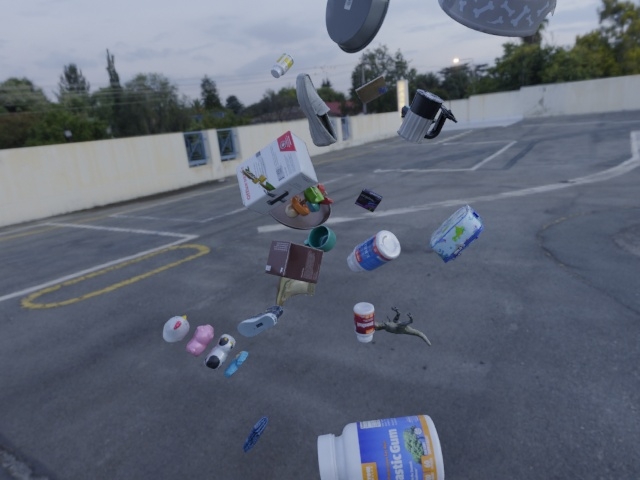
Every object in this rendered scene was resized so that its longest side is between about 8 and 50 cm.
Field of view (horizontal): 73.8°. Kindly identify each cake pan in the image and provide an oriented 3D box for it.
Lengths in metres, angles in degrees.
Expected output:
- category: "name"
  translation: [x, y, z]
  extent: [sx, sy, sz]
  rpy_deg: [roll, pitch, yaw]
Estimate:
- category: "cake pan"
  translation: [0.110, -0.765, 1.376]
  extent: [0.054, 0.292, 0.293]
  rpy_deg: [-1, 10, -35]

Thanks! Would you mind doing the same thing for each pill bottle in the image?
- category: "pill bottle"
  translation: [0.211, 0.056, 1.750]
  extent: [0.124, 0.124, 0.221]
  rpy_deg: [-20, -11, -42]
- category: "pill bottle"
  translation: [0.182, 0.340, 1.762]
  extent: [0.086, 0.151, 0.086]
  rpy_deg: [-4, 23, 2]
- category: "pill bottle"
  translation: [0.135, 0.502, 0.996]
  extent: [0.272, 0.152, 0.152]
  rpy_deg: [-8, 15, 1]
- category: "pill bottle"
  translation: [-0.177, -0.796, 1.946]
  extent: [0.065, 0.065, 0.116]
  rpy_deg: [9, 56, 42]

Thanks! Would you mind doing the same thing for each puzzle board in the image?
- category: "puzzle board"
  translation: [0.172, -0.501, 1.419]
  extent: [0.097, 0.011, 0.128]
  rpy_deg: [-27, -9, 14]

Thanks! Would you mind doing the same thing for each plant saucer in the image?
- category: "plant saucer"
  translation: [-0.106, -0.153, 1.918]
  extent: [0.311, 0.050, 0.310]
  rpy_deg: [11, 47, -12]

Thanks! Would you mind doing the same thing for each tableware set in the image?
- category: "tableware set"
  translation: [-0.193, -0.193, 1.335]
  extent: [0.024, 0.104, 0.154]
  rpy_deg: [-53, 24, -7]

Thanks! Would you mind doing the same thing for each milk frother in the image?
- category: "milk frother"
  translation: [0.310, -0.339, 1.227]
  extent: [0.129, 0.134, 0.143]
  rpy_deg: [18, 33, -8]

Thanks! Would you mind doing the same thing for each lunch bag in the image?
- category: "lunch bag"
  translation: [0.444, -0.028, 1.382]
  extent: [0.176, 0.090, 0.219]
  rpy_deg: [-48, -3, 20]

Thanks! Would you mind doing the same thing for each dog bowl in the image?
- category: "dog bowl"
  translation: [0.531, -0.741, 1.255]
  extent: [0.349, 0.102, 0.348]
  rpy_deg: [2, 56, -3]

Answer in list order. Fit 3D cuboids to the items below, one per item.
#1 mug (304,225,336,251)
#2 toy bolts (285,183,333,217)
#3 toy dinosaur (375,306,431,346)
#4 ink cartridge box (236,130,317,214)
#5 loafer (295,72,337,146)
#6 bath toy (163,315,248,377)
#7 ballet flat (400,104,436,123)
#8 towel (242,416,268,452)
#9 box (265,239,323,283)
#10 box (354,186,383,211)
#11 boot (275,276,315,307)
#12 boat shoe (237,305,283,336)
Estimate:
- category: "mug"
  translation: [0.007, -0.007, 2.216]
  extent: [0.158, 0.129, 0.097]
  rpy_deg: [19, -8, 41]
- category: "toy bolts"
  translation: [-0.077, -0.189, 1.800]
  extent: [0.159, 0.218, 0.228]
  rpy_deg: [-36, -21, 16]
- category: "toy dinosaur"
  translation: [0.337, 0.350, 1.782]
  extent: [0.268, 0.118, 0.064]
  rpy_deg: [11, 14, 23]
- category: "ink cartridge box"
  translation: [-0.171, -0.250, 1.613]
  extent: [0.273, 0.196, 0.114]
  rpy_deg: [-28, -27, 23]
- category: "loafer"
  translation: [-0.012, -0.555, 1.810]
  extent: [0.112, 0.319, 0.112]
  rpy_deg: [-3, 34, 31]
- category: "bath toy"
  translation: [-0.469, 0.412, 1.732]
  extent: [0.348, 0.129, 0.151]
  rpy_deg: [32, 51, -6]
- category: "ballet flat"
  translation: [0.426, -0.534, 1.875]
  extent: [0.074, 0.074, 0.203]
  rpy_deg: [-15, 39, -30]
- category: "towel"
  translation: [-0.201, 0.605, 1.327]
  extent: [0.029, 0.119, 0.067]
  rpy_deg: [34, 30, 13]
- category: "box"
  translation: [-0.123, 0.102, 2.034]
  extent: [0.203, 0.166, 0.169]
  rpy_deg: [17, -7, -37]
- category: "box"
  translation: [0.258, -0.217, 2.288]
  extent: [0.116, 0.029, 0.162]
  rpy_deg: [26, -24, 0]
- category: "boot"
  translation: [-0.135, 0.282, 2.322]
  extent: [0.204, 0.261, 0.095]
  rpy_deg: [8, 31, -10]
- category: "boat shoe"
  translation: [-0.215, 0.293, 1.549]
  extent: [0.183, 0.065, 0.083]
  rpy_deg: [-23, 10, 30]
